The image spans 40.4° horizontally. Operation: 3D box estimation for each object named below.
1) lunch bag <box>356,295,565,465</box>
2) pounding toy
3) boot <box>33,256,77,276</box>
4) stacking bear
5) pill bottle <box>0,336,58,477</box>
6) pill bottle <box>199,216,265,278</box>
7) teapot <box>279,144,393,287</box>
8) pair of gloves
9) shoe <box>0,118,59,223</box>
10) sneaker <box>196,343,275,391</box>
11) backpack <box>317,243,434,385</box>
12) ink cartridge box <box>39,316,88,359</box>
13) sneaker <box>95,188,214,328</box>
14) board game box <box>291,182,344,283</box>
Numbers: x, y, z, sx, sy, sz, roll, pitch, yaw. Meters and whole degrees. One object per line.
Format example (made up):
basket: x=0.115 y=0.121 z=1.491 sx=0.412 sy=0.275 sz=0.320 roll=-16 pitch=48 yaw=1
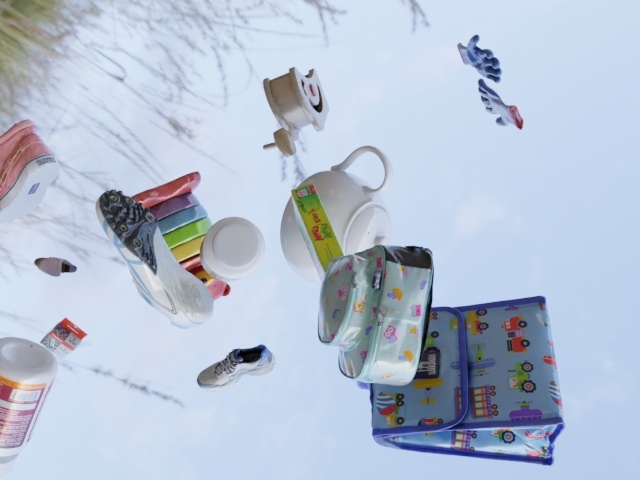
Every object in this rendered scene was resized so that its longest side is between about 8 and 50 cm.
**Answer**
lunch bag: x=0.200 y=0.210 z=1.318 sx=0.293 sy=0.138 sz=0.221 roll=-1 pitch=-130 yaw=4
pounding toy: x=-0.085 y=-0.295 z=1.907 sx=0.155 sy=0.154 sz=0.269 roll=-19 pitch=-156 yaw=16
boot: x=-0.593 y=0.053 z=1.897 sx=0.087 sy=0.118 sz=0.042 roll=10 pitch=-94 yaw=32
stacking bear: x=-0.308 y=0.012 z=2.000 sx=0.175 sy=0.289 sz=0.164 roll=-24 pitch=-179 yaw=-16
pill bottle: x=-0.533 y=0.283 z=1.464 sx=0.121 sy=0.121 sz=0.221 roll=43 pitch=-67 yaw=45
pill bottle: x=-0.169 y=0.018 z=1.667 sx=0.215 sy=0.117 sz=0.117 roll=153 pitch=-39 yaw=-79
teapot: x=0.058 y=-0.020 z=1.726 sx=0.187 sy=0.256 sz=0.252 roll=16 pitch=-125 yaw=40
pair of gloves: x=0.309 y=-0.290 z=1.585 sx=0.023 sy=0.198 sz=0.159 roll=-30 pitch=-154 yaw=-3
shoe: x=-0.432 y=-0.097 z=1.241 sx=0.178 sy=0.063 sz=0.081 roll=-39 pitch=-104 yaw=44
sneaker: x=-0.144 y=0.204 z=1.445 sx=0.135 sy=0.058 sz=0.052 roll=-21 pitch=-127 yaw=-8
backpack: x=0.074 y=0.104 z=1.192 sx=0.166 sy=0.144 sz=0.188 roll=162 pitch=-71 yaw=-73
ink cartridge box: x=-0.531 y=0.203 z=1.800 sx=0.115 sy=0.063 sz=0.029 roll=-34 pitch=-160 yaw=48
sneaker: x=-0.246 y=0.034 z=1.233 sx=0.086 sy=0.237 sz=0.085 roll=-22 pitch=-156 yaw=32
board game box: x=0.000 y=0.000 z=1.509 sx=0.043 sy=0.092 sz=0.181 roll=-18 pitch=-123 yaw=-7
